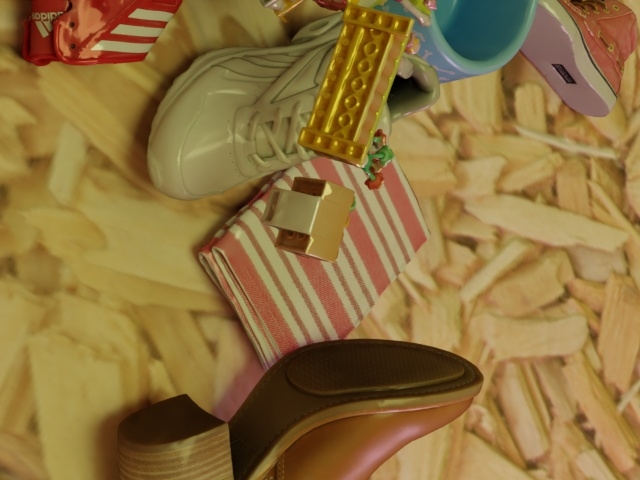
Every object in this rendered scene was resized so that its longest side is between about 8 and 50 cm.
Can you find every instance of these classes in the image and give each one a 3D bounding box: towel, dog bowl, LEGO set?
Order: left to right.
[{"bbox_3d":[0.000,0.000,1.097,0.197,0.029,0.144,-47,127,-31],"label":"towel"},{"bbox_3d":[0.018,-0.124,0.945,0.107,0.132,0.287,24,49,-63],"label":"LEGO set"},{"bbox_3d":[0.109,-0.262,1.120,0.166,0.074,0.297,6,93,-45],"label":"dog bowl"}]

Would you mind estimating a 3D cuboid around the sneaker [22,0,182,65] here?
[{"bbox_3d":[-0.160,-0.178,0.863,0.221,0.087,0.128,31,74,-42],"label":"sneaker"}]

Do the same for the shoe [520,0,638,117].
[{"bbox_3d":[0.217,-0.185,1.252,0.178,0.063,0.081,43,66,-46],"label":"shoe"}]

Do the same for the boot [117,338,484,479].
[{"bbox_3d":[-0.008,0.201,1.045,0.283,0.109,0.220,-17,116,-28],"label":"boot"}]

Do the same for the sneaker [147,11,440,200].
[{"bbox_3d":[-0.011,-0.089,0.996,0.232,0.115,0.090,-32,129,-31],"label":"sneaker"}]
